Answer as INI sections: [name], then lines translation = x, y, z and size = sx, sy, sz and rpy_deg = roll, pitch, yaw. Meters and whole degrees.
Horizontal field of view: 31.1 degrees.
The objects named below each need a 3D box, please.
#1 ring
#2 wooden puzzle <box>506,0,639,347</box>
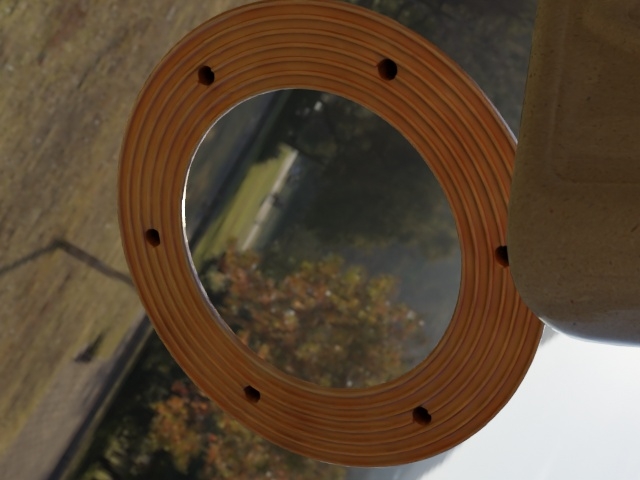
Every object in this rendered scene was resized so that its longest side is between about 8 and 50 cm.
[ring]
translation = 0.000, 0.000, 0.796
size = 0.032, 0.336, 0.336
rpy_deg = -34, 157, -55
[wooden puzzle]
translation = 0.243, -0.124, 0.383
size = 0.080, 0.322, 0.348
rpy_deg = 37, 58, -60
